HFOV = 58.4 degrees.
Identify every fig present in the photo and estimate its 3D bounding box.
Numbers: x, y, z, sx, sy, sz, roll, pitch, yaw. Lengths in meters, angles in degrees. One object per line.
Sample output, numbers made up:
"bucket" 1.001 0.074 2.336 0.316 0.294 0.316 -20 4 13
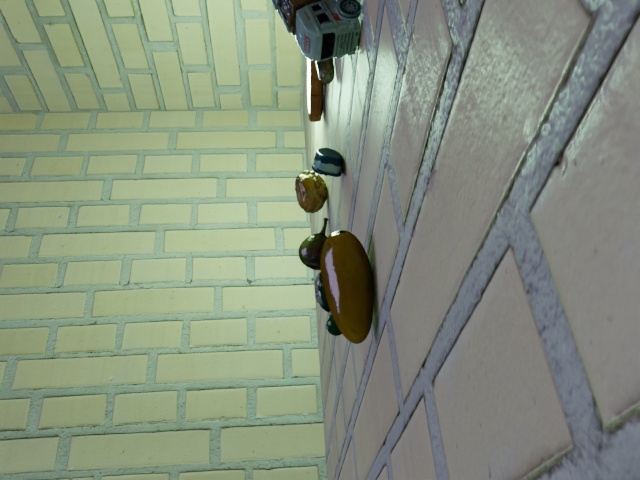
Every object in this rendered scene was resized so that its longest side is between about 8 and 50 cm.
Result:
"fig" 0.000 0.000 2.325 0.149 0.149 0.246 96 -169 -63

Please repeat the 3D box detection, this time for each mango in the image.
"mango" 0.063 0.103 1.274 0.138 0.113 0.254 121 140 -75

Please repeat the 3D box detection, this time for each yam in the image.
"yam" 0.011 -0.681 1.986 0.071 0.067 0.318 41 -141 -56

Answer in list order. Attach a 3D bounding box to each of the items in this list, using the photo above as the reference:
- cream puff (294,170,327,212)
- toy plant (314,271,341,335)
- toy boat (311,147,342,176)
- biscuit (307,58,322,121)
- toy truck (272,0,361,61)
"cream puff" -0.035 -0.208 2.423 0.189 0.129 0.189 172 90 -79
"toy plant" 0.042 0.131 1.574 0.243 0.112 0.233 101 166 -47
"toy boat" 0.022 -0.257 1.845 0.299 0.095 0.062 -98 17 -75
"biscuit" -0.023 -0.734 2.416 0.456 0.078 0.350 91 172 -45
"toy truck" -0.027 -0.580 1.384 0.136 0.162 0.306 99 147 -68
